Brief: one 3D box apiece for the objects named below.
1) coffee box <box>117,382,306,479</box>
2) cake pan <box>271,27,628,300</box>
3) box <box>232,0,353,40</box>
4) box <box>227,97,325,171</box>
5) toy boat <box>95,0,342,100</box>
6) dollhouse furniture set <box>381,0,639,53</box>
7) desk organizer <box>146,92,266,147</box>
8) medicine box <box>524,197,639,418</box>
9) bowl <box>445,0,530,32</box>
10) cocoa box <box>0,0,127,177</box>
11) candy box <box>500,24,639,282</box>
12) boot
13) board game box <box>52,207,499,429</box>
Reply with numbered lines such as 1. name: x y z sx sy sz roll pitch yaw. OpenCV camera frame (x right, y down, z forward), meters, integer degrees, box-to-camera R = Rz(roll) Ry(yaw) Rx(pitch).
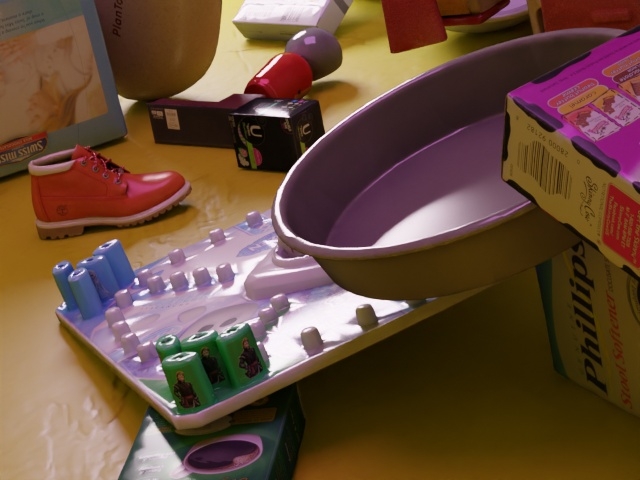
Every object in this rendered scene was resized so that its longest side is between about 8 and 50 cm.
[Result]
1. coffee box: -0.077 0.160 1.161 0.113 0.040 0.184 -8 23 10
2. cake pan: 0.108 -0.053 1.189 0.293 0.054 0.293 -21 25 10
3. box: -0.011 -0.334 2.166 0.145 0.038 0.186 8 62 40
4. box: -0.043 -0.108 1.735 0.083 0.062 0.052 6 28 36
5. toy boat: -0.134 -0.250 1.955 0.318 0.267 0.148 31 44 15
6. dollhouse furniture set: 0.222 -0.214 1.753 0.374 0.152 0.201 2 26 39
7. desk organizer: -0.120 -0.132 1.852 0.130 0.047 0.050 6 27 36
8. medicine box: 0.330 0.022 1.142 0.263 0.149 0.289 -22 25 -22
9. bowl: 0.181 -0.359 2.044 0.298 0.134 0.298 0 67 0
10. cocoa box: -0.427 -0.191 1.897 0.347 0.231 0.228 -21 25 -19
11. candy box: 0.239 -0.033 0.979 0.159 0.071 0.233 -28 48 -25
12. boot: -0.208 -0.057 1.673 0.158 0.084 0.059 -11 21 -1
13. board game box: 0.000 0.000 1.372 0.390 0.050 0.390 -25 17 -16
